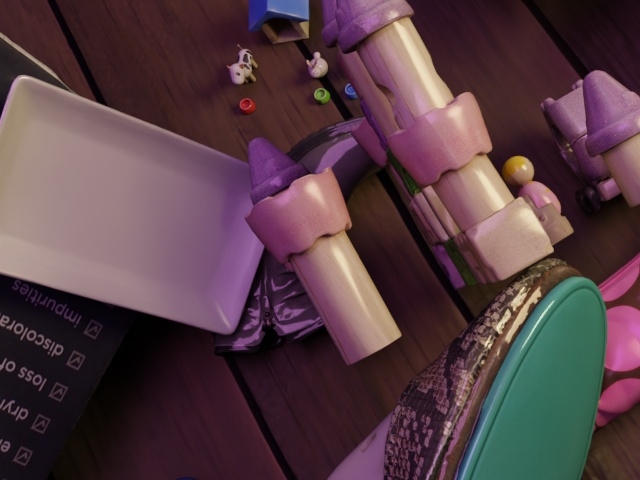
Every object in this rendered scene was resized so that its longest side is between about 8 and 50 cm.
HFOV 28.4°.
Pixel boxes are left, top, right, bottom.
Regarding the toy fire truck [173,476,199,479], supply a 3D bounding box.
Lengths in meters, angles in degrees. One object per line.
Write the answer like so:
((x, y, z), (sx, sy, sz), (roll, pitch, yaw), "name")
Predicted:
((-0.113, 0.317, 0.989), (0.302, 0.169, 0.254), (20, 53, 25), "toy fire truck")

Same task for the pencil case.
((0.255, 0.055, 0.981), (0.209, 0.095, 0.098), (-39, 97, 0), "pencil case")

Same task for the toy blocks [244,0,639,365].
((0.079, -0.094, 0.940), (0.309, 0.288, 0.260), (-29, 87, -1), "toy blocks")

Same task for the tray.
((-0.153, -0.021, 1.005), (0.030, 0.270, 0.145), (16, 87, 49), "tray")

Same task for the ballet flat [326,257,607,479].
((0.073, 0.246, 0.855), (0.182, 0.164, 0.483), (-1, 76, 40), "ballet flat")

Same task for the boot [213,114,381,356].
((0.000, 0.000, 1.115), (0.246, 0.083, 0.161), (-25, 73, 11), "boot")

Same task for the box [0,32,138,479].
((-0.430, 0.028, 0.991), (0.297, 0.480, 0.472), (15, 73, 46), "box")

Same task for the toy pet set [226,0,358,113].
((-0.030, -0.190, 1.196), (0.122, 0.065, 0.114), (-7, 67, 17), "toy pet set")
